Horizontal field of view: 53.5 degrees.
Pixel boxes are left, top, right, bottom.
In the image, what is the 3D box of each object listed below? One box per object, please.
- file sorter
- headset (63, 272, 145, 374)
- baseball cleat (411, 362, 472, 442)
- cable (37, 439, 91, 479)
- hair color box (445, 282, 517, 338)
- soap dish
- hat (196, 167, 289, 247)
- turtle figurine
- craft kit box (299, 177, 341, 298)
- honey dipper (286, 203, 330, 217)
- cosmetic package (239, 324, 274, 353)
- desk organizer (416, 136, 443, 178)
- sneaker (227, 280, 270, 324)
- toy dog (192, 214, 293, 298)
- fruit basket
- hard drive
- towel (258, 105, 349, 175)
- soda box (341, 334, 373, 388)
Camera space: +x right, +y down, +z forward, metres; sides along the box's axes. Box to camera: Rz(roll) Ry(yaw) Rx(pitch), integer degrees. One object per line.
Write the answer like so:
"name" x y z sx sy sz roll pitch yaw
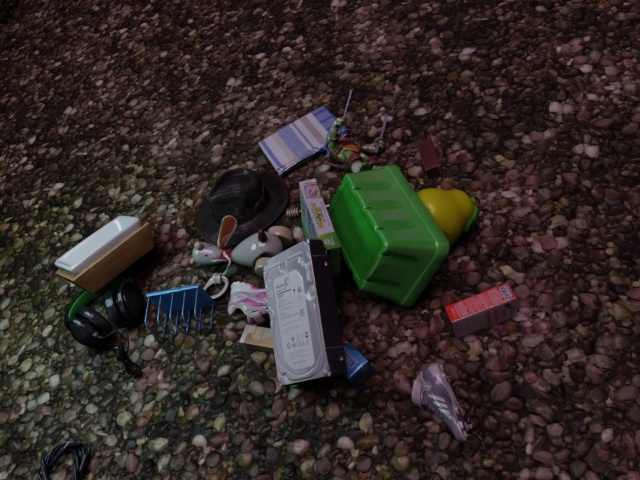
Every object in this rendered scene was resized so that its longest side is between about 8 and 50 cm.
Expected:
"file sorter" -0.413 0.213 1.870 0.170 0.118 0.105 -11 55 13
"headset" -0.637 0.253 1.942 0.243 0.185 0.394 -34 35 -10
"baseball cleat" 0.281 0.395 1.506 0.109 0.072 0.206 -30 44 16
"cable" -0.704 0.628 1.713 0.150 0.047 0.185 -4 54 19
"hair color box" 0.404 0.177 1.594 0.167 0.093 0.053 -21 50 5
"soap dish" -0.687 0.044 2.036 0.291 0.118 0.228 -42 26 -26
"hat" -0.278 -0.143 2.076 0.331 0.134 0.332 -10 52 13
"turtle figurine" 0.132 -0.316 2.007 0.274 0.198 0.266 -33 54 0
"craft kit box" 0.000 0.000 1.769 0.060 0.250 0.247 -11 53 -7
"honey dipper" -0.027 -0.098 2.013 0.160 0.030 0.031 -9 52 10
"cosmetic package" -0.161 0.276 1.772 0.115 0.041 0.060 4 56 24
"desk organizer" 0.340 -0.257 1.978 0.050 0.047 0.130 -18 50 11
"sneaker" -0.156 0.191 1.806 0.252 0.103 0.111 1 59 29
"toy dog" -0.249 0.022 1.920 0.333 0.161 0.220 -18 50 8
"fruit basket" 0.244 -0.029 1.755 0.391 0.283 0.392 19 35 -14
"hard drive" -0.048 0.188 1.618 0.237 0.064 0.339 -26 68 51
"towel" -0.061 -0.350 2.213 0.285 0.034 0.209 -31 48 -6
"soda box" 0.042 0.287 1.669 0.071 0.067 0.210 -40 52 -11
